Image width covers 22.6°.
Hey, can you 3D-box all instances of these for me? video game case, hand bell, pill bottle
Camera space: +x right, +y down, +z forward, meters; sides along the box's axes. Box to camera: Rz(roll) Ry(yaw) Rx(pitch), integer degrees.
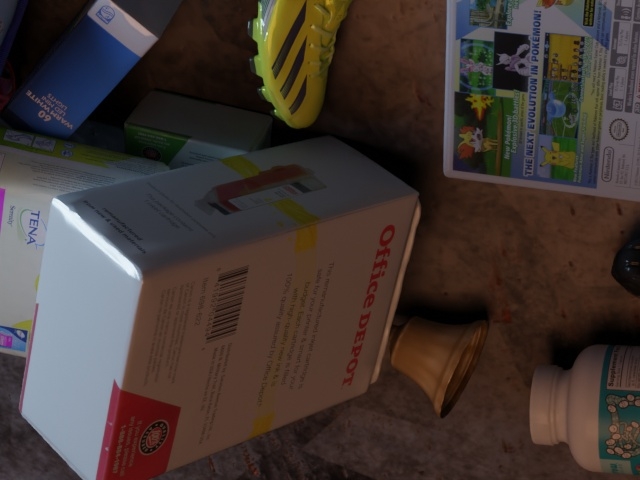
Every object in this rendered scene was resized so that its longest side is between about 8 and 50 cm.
[{"bbox_3d":[0.276,-0.189,1.629,0.300,0.036,0.329,8,127,13],"label":"video game case"},{"bbox_3d":[0.062,0.101,1.881,0.242,0.126,0.126,25,129,15],"label":"hand bell"},{"bbox_3d":[0.373,0.192,1.795,0.264,0.146,0.146,1,124,18],"label":"pill bottle"}]

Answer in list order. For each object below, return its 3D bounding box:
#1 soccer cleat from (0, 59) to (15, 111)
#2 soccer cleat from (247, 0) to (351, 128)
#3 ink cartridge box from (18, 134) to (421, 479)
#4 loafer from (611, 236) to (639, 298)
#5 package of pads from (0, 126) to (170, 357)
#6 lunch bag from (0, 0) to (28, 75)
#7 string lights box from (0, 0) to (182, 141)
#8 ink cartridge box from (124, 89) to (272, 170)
[{"bbox_3d":[-0.389,-0.153,1.859,0.095,0.083,0.248,-2,120,15],"label":"soccer cleat"},{"bbox_3d":[-0.012,-0.240,1.658,0.121,0.093,0.289,1,125,10],"label":"soccer cleat"},{"bbox_3d":[-0.103,0.068,1.694,0.160,0.385,0.279,37,127,35],"label":"ink cartridge box"},{"bbox_3d":[0.425,0.052,1.733,0.223,0.076,0.078,17,165,-2],"label":"loafer"},{"bbox_3d":[-0.294,0.019,1.791,0.229,0.101,0.296,12,136,-5],"label":"package of pads"},{"bbox_3d":[-0.482,-0.291,1.675,0.328,0.239,0.385,24,96,4],"label":"lunch bag"},{"bbox_3d":[-0.255,-0.198,1.743,0.077,0.133,0.260,38,128,-14],"label":"string lights box"},{"bbox_3d":[-0.142,-0.052,1.837,0.153,0.087,0.208,14,128,10],"label":"ink cartridge box"}]
